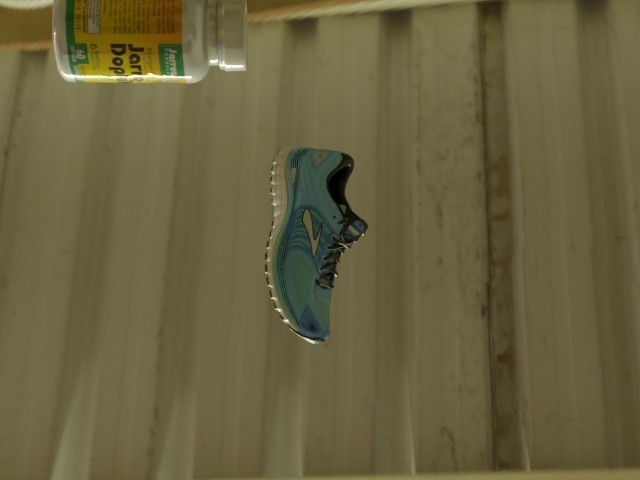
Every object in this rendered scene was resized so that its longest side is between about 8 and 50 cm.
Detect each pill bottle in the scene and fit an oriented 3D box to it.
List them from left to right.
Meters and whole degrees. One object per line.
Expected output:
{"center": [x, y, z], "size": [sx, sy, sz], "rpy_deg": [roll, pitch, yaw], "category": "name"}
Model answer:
{"center": [-0.187, -0.235, 1.195], "size": [0.208, 0.117, 0.118], "rpy_deg": [0, -116, -2], "category": "pill bottle"}

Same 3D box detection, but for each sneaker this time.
{"center": [0.000, 0.000, 0.835], "size": [0.073, 0.063, 0.162], "rpy_deg": [-5, -103, 19], "category": "sneaker"}
